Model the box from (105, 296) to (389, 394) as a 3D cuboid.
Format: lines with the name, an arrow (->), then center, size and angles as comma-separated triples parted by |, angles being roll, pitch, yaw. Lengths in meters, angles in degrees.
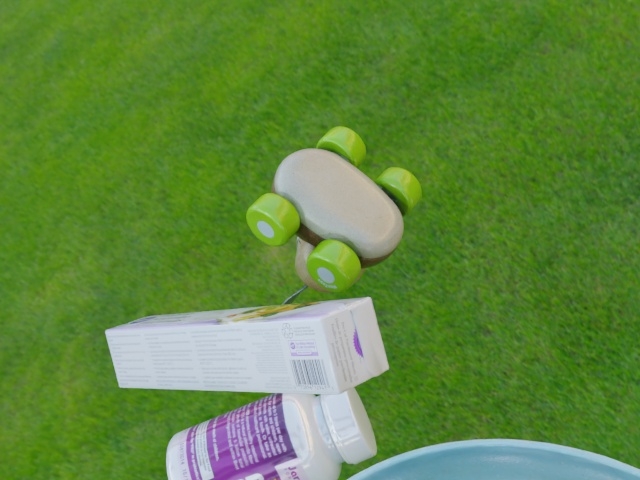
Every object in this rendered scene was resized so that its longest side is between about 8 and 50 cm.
box -> -0.082, 0.098, 0.736 | 0.324, 0.063, 0.067 | -10, 94, 45

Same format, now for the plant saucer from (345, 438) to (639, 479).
plant saucer -> 0.092, 0.249, 0.356 | 0.317, 0.043, 0.318 | -6, 77, 28

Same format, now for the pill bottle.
pill bottle -> -0.072, 0.330, 1.269 | 0.301, 0.169, 0.169 | -24, 49, 8

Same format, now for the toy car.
toy car -> 0.000, 0.000, 0.895 | 0.149, 0.188, 0.155 | 37, 55, 7
